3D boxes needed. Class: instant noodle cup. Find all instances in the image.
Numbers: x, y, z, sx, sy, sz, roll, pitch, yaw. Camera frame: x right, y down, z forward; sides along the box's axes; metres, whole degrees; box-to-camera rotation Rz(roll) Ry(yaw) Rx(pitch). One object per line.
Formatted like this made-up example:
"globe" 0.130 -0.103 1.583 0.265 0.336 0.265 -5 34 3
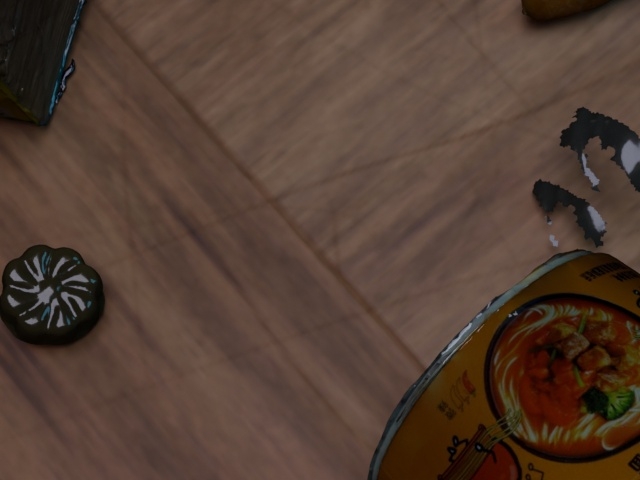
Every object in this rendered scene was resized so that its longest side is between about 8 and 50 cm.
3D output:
"instant noodle cup" 0.138 0.118 0.714 0.216 0.216 0.172 -43 64 -10

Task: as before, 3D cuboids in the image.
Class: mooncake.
"mooncake" 0.001 0.001 0.844 0.347 0.057 0.150 -29 84 1

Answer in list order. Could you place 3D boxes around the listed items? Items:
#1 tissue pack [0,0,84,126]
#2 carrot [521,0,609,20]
"tissue pack" -0.270 -0.190 0.880 0.271 0.134 0.192 11 77 10
"carrot" 0.176 -0.164 0.887 0.139 0.048 0.048 -34 72 -5
